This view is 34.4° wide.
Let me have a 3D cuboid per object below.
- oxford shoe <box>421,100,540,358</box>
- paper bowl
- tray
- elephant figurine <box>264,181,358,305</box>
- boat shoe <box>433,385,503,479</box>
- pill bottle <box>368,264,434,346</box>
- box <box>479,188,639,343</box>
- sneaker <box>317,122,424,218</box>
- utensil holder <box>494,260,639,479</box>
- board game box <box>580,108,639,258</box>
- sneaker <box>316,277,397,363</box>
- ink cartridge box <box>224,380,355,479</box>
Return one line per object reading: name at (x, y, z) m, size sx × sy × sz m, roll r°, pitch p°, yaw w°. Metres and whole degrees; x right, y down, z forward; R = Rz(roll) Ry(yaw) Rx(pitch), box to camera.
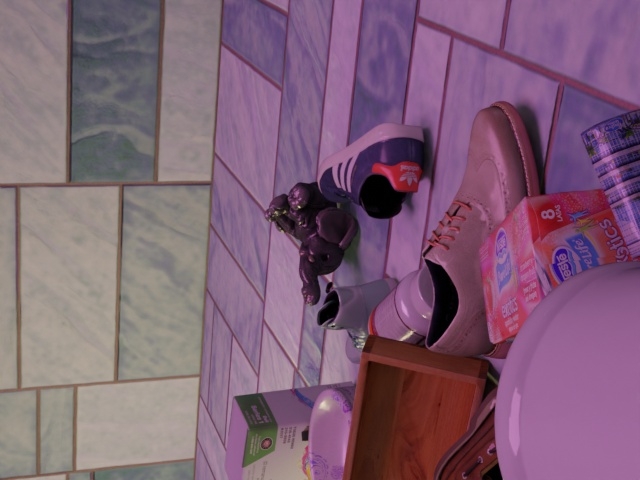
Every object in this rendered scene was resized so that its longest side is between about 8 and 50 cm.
oxford shoe at (0.234, -0.011, 1.558) m, size 0.140 × 0.146 × 0.397 m, roll -160°, pitch 70°, yaw -71°
paper bowl at (0.088, 0.422, 2.002) m, size 0.284 × 0.148 × 0.284 m, roll 178°, pitch 90°, yaw -71°
tray at (0.147, 0.372, 1.755) m, size 0.076 × 0.202 × 0.411 m, roll -59°, pitch -21°, yaw -64°
elephant figurine at (0.000, 0.000, 2.221) m, size 0.239 × 0.186 × 0.169 m, roll 55°, pitch -173°, yaw 13°
boat shoe at (0.257, 0.354, 1.584) m, size 0.104 × 0.110 × 0.307 m, roll -112°, pitch 28°, yaw -45°
pill bottle at (0.172, 0.121, 1.782) m, size 0.221 × 0.121 × 0.121 m, roll 126°, pitch 137°, yaw -59°
box at (0.298, 0.039, 1.268) m, size 0.300 × 0.154 × 0.142 m, roll 93°, pitch 171°, yaw -79°
sneaker at (0.088, -0.100, 1.975) m, size 0.350 × 0.131 × 0.148 m, roll 142°, pitch 128°, yaw -66°
utensil holder at (0.393, 0.175, 0.905) m, size 0.385 × 0.327 × 0.328 m, roll 171°, pitch 96°, yaw -67°
board game box at (0.401, -0.057, 1.099) m, size 0.194 × 0.194 × 0.060 m, roll 69°, pitch 155°, yaw 10°
sneaker at (0.051, 0.165, 2.076) m, size 0.256 × 0.151 × 0.094 m, roll 109°, pitch 150°, yaw -48°
ink cartridge box at (-0.049, 0.424, 2.193) m, size 0.117 × 0.278 × 0.201 m, roll -126°, pitch 39°, yaw -52°
